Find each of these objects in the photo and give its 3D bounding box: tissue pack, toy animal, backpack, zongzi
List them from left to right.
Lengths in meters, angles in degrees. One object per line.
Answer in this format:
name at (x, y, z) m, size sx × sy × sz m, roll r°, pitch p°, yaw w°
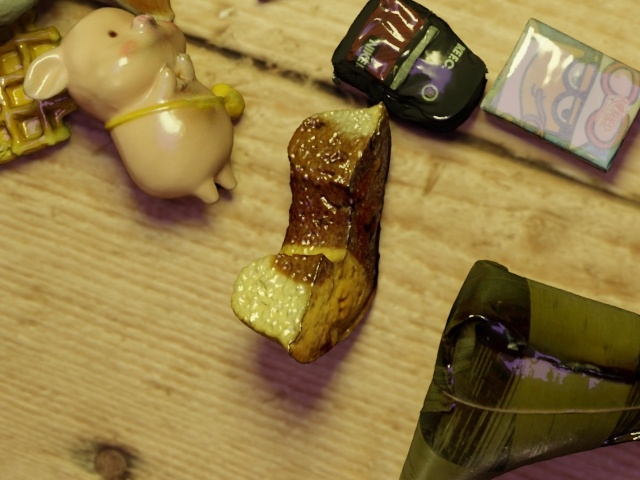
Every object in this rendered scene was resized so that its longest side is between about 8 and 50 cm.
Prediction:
toy animal at (-0.181, -0.148, 1.543) m, size 0.149 × 0.165 × 0.248 m, roll -42°, pitch 91°, yaw 26°
backpack at (0.101, -0.195, 1.526) m, size 0.165 × 0.106 × 0.120 m, roll 29°, pitch 89°, yaw 10°
zongzi at (0.245, 0.209, 1.502) m, size 0.289 × 0.154 × 0.317 m, roll 19°, pitch 111°, yaw 4°
tissue pack at (0.268, -0.157, 1.524) m, size 0.155 × 0.065 × 0.115 m, roll 29°, pitch 95°, yaw 6°

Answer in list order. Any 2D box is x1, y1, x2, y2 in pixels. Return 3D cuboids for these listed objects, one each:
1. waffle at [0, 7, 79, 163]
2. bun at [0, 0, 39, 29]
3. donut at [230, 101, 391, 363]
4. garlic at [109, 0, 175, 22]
waffle at (-0.380, -0.198, 1.617) m, size 0.219 × 0.057 × 0.229 m, roll -18°, pitch 86°, yaw 7°
bun at (-0.411, -0.378, 1.518) m, size 0.362 × 0.211 × 0.362 m, roll -5°, pitch 74°, yaw 18°
donut at (0.000, 0.000, 1.528) m, size 0.112 × 0.151 × 0.295 m, roll 15°, pitch 72°, yaw 24°
garlic at (-0.190, -0.352, 1.589) m, size 0.128 × 0.090 × 0.198 m, roll 24°, pitch 84°, yaw -16°
